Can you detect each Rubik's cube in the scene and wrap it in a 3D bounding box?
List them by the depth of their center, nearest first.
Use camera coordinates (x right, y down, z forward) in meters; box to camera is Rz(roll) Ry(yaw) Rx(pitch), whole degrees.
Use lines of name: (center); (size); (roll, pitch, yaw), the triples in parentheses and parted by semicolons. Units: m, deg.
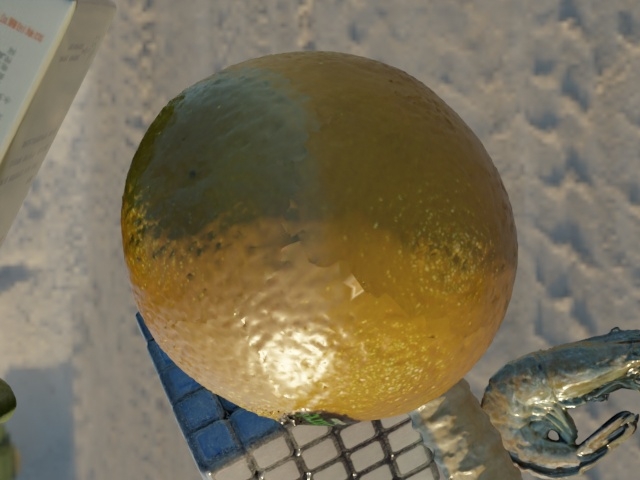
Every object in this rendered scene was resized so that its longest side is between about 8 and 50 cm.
Rubik's cube: (-0.036, 0.175, 1.555); (0.238, 0.237, 0.237); (72, 171, -46)

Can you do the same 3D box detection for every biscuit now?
biscuit: (0.084, 0.114, 1.083); (0.219, 0.055, 0.061); (58, -165, 1)

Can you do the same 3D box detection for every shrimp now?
shrimp: (0.258, 0.155, 1.368); (0.047, 0.223, 0.126); (5, -113, -65)

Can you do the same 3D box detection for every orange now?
orange: (0.000, 0.000, 0.821); (0.236, 0.236, 0.236); (179, 90, -76)

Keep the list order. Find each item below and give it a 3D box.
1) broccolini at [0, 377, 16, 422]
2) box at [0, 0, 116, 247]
broccolini: (-0.310, 0.125, 0.953); (0.074, 0.078, 0.392); (65, -171, 3)
box: (-0.253, -0.051, 0.954); (0.299, 0.106, 0.200); (-64, 4, 7)
